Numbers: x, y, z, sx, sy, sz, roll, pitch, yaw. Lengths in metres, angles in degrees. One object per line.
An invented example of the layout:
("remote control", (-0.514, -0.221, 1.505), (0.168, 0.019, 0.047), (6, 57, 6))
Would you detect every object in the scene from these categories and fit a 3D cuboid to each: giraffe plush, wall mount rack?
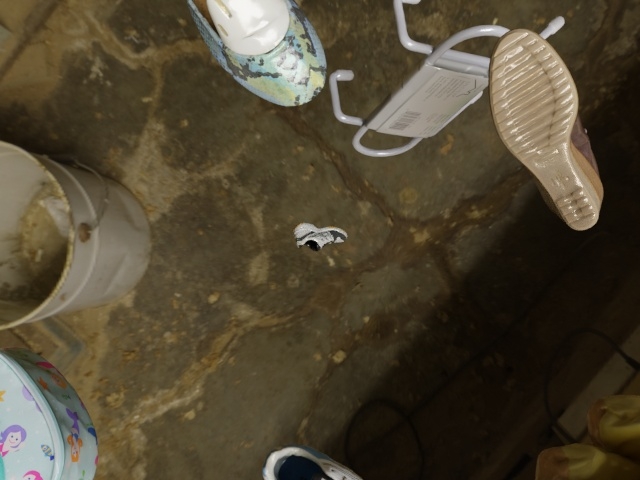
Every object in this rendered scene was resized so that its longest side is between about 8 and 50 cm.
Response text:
("giraffe plush", (0.291, 0.223, 0.522), (0.210, 0.181, 0.171), (-23, 110, -9))
("wall mount rack", (0.194, -0.251, 1.039), (0.304, 0.350, 0.131), (3, 69, -25))

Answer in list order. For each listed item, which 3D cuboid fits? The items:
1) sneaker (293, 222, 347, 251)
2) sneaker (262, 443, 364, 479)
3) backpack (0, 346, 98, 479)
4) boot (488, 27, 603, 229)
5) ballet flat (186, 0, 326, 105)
("sneaker", (0.000, 0.000, 0.961), (0.083, 0.032, 0.037), (5, 63, -26))
("sneaker", (0.033, 0.311, 0.798), (0.237, 0.086, 0.085), (18, 77, 26))
("backpack", (-0.362, 0.225, 0.672), (0.253, 0.191, 0.225), (-40, 74, -8))
("boot", (0.263, -0.146, 0.818), (0.090, 0.207, 0.249), (-20, 110, 22))
("ballet flat", (-0.065, -0.169, 0.451), (0.070, 0.070, 0.188), (-39, 77, 3))
